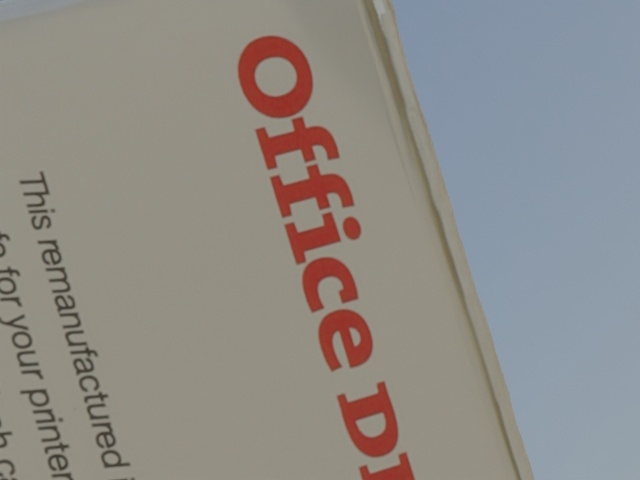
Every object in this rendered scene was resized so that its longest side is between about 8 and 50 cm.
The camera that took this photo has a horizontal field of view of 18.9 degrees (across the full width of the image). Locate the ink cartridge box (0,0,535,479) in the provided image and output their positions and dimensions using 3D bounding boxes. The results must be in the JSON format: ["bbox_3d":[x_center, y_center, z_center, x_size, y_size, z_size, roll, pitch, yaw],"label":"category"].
[{"bbox_3d":[-0.101,0.064,0.429,0.273,0.197,0.114,-16,-4,-17],"label":"ink cartridge box"}]
